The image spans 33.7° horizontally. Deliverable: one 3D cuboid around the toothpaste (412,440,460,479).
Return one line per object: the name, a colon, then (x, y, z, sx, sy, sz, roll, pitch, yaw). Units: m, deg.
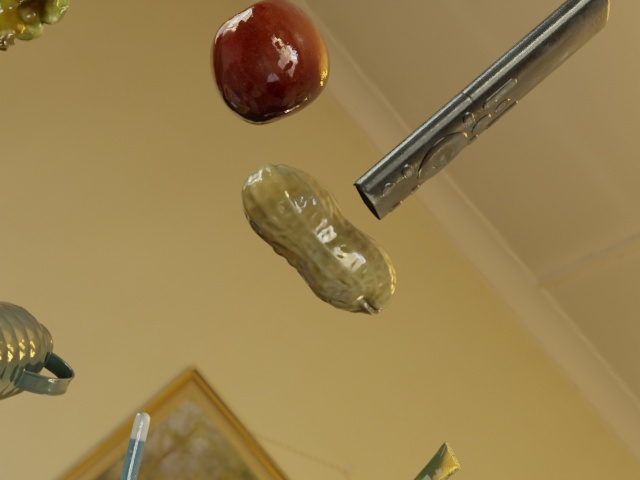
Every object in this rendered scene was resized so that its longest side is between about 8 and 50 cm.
toothpaste: (0.158, 0.354, 1.550, 0.031, 0.204, 0.049, -29, -92, 32)

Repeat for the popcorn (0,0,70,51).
popcorn: (-0.342, -0.315, 1.112, 0.204, 0.221, 0.184, 55, 1, -41)

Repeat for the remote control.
remote control: (0.199, -0.168, 1.287, 0.044, 0.377, 0.107, 48, -3, 25)

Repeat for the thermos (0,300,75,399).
thermos: (-0.446, 0.160, 1.472, 0.182, 0.145, 0.286, 29, 2, 10)

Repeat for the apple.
apple: (-0.092, -0.318, 1.894, 0.201, 0.218, 0.218, 57, -25, -10)

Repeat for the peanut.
peanut: (0.000, 0.000, 1.576, 0.290, 0.130, 0.130, 47, -23, -12)

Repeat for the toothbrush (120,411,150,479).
toothbrush: (-0.211, 0.312, 1.082, 0.025, 0.276, 0.019, 0, -19, 25)
